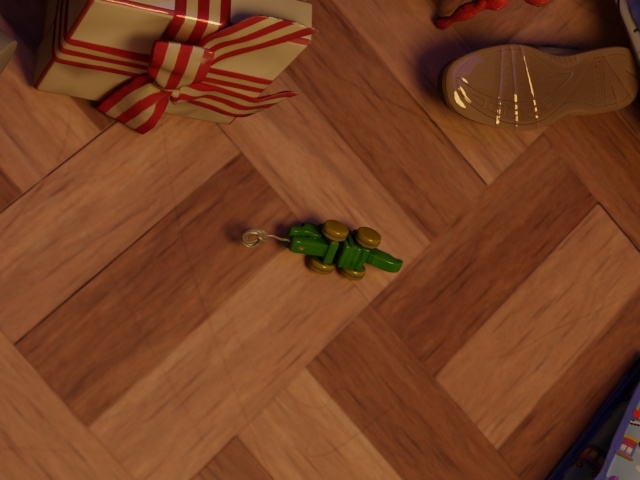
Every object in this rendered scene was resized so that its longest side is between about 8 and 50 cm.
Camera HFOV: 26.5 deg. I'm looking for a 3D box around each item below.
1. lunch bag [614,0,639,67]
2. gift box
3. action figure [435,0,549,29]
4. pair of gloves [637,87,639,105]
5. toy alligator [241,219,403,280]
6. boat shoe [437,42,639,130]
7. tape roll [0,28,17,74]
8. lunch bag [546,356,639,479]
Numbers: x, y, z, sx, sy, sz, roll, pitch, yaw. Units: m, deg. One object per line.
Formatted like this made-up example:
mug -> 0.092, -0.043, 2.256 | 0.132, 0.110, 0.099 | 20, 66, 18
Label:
lunch bag -> 0.471, -0.238, 1.685 | 0.243, 0.115, 0.303 | 1, 64, -51
gift box -> -0.131, -0.261, 1.391 | 0.276, 0.255, 0.258 | 8, 71, -18
action figure -> 0.134, -0.313, 1.626 | 0.280, 0.139, 0.091 | 16, 71, 4
pair of gloves -> 0.444, -0.180, 1.761 | 0.083, 0.010, 0.074 | 7, 72, -25
toy alligator -> 0.000, 0.000, 1.493 | 0.190, 0.056, 0.051 | 12, 29, -20
boat shoe -> 0.253, -0.188, 1.633 | 0.285, 0.092, 0.102 | -10, 99, -28
tape roll -> -0.376, -0.120, 1.260 | 0.072, 0.219, 0.219 | 37, 64, -10
lunch bag -> 0.403, 0.281, 1.561 | 0.221, 0.138, 0.293 | 46, 54, -4
